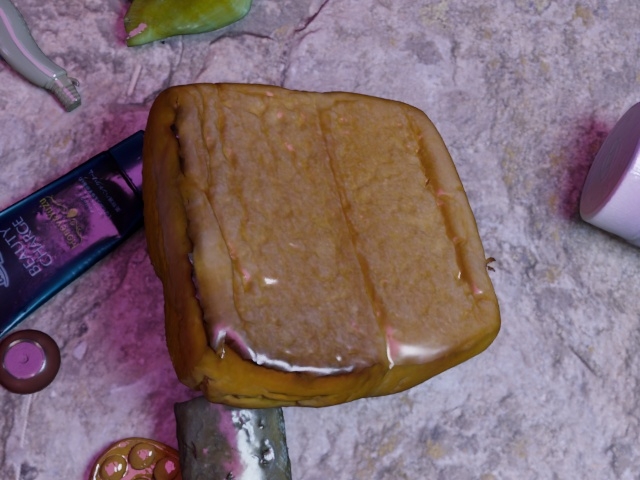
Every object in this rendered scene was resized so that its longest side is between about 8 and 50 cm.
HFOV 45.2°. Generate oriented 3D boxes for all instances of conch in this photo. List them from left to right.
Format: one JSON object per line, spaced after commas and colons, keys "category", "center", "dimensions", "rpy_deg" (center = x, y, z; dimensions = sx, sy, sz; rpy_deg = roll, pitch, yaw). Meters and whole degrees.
{"category": "conch", "center": [-0.138, -0.292, 0.907], "dimensions": [0.201, 0.079, 0.094], "rpy_deg": [-15, 58, -1]}

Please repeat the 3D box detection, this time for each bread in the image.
{"category": "bread", "center": [-0.182, 0.252, 0.771], "dimensions": [0.110, 0.024, 0.110], "rpy_deg": [1, 73, -4]}
{"category": "bread", "center": [-0.003, 0.004, 0.768], "dimensions": [0.328, 0.148, 0.336], "rpy_deg": [-3, 61, -26]}

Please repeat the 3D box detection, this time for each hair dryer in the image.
{"category": "hair dryer", "center": [-0.451, -0.248, 0.860], "dimensions": [0.296, 0.119, 0.298], "rpy_deg": [-19, 90, -4]}

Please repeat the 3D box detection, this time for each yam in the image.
{"category": "yam", "center": [-0.078, 0.242, 0.744], "dimensions": [0.108, 0.107, 0.194], "rpy_deg": [-8, 76, -8]}

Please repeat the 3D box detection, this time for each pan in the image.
{"category": "pan", "center": [-0.328, 0.131, 0.792], "dimensions": [0.115, 0.023, 0.068], "rpy_deg": [-18, 78, -10]}

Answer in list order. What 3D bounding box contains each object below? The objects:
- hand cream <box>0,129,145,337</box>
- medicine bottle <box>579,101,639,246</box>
{"category": "hand cream", "center": [-0.278, -0.011, 0.827], "dimensions": [0.271, 0.061, 0.120], "rpy_deg": [-36, 86, -6]}
{"category": "medicine bottle", "center": [0.435, -0.037, 0.844], "dimensions": [0.254, 0.152, 0.152], "rpy_deg": [23, 74, 1]}
